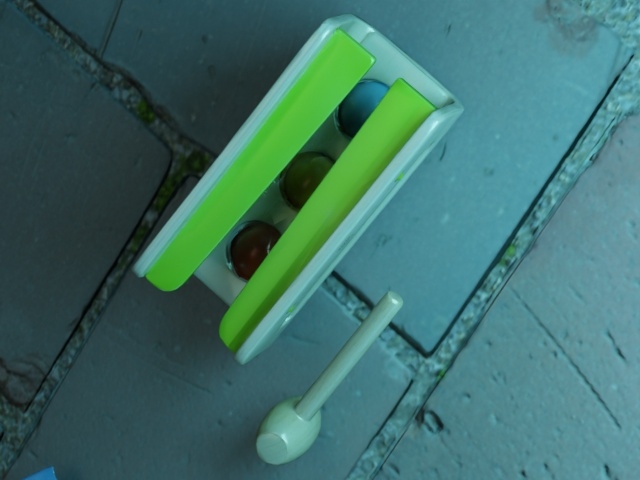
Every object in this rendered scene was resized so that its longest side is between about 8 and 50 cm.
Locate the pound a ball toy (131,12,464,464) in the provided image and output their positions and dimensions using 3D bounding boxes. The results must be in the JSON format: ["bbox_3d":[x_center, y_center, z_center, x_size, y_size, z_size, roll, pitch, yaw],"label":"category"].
[{"bbox_3d":[0.000,0.000,1.282,0.208,0.136,0.319,40,108,5],"label":"pound a ball toy"}]

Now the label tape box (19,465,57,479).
[{"bbox_3d":[-0.308,0.399,1.376,0.240,0.106,0.334,-24,76,8],"label":"label tape box"}]
